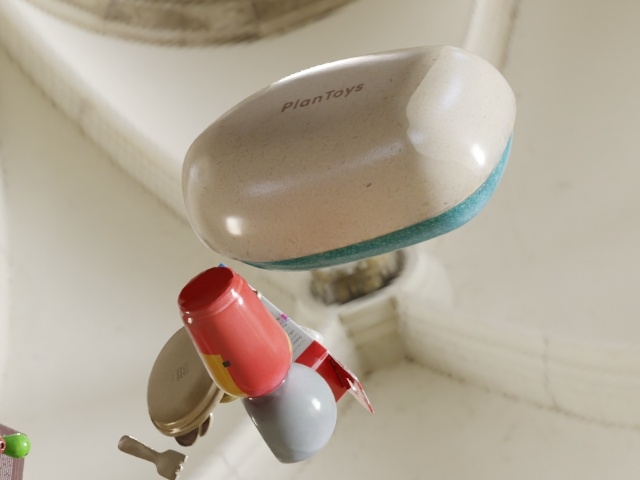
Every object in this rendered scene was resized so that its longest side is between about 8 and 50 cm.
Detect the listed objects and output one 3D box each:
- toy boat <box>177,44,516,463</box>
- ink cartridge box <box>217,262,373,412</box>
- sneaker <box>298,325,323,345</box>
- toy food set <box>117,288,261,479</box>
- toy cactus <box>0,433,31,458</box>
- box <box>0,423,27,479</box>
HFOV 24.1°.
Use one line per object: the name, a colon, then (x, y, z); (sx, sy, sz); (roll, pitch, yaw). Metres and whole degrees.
toy boat: (0.000, 0.000, 1.055); (0.267, 0.148, 0.318); (-8, -142, 33)
ink cartridge box: (-0.050, 0.143, 1.805); (0.231, 0.134, 0.078); (39, -102, 25)
sneaker: (-0.066, 0.159, 1.948); (0.152, 0.058, 0.084); (-5, -120, 33)
toy food set: (-0.116, 0.133, 1.430); (0.132, 0.038, 0.192); (13, -105, 53)
toy cactus: (-0.448, 0.255, 1.706); (0.219, 0.180, 0.112); (-21, -156, 15)
box: (-0.535, 0.335, 2.108); (0.168, 0.203, 0.167); (-1, -108, 13)
